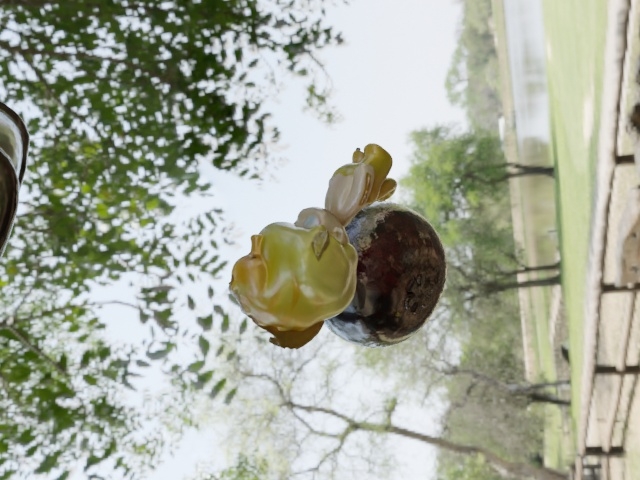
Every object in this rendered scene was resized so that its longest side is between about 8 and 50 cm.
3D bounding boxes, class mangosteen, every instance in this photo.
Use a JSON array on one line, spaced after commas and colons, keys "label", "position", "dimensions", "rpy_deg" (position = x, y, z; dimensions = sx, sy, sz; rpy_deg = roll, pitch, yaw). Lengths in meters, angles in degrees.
[{"label": "mangosteen", "position": [0.062, 0.042, 1.140], "dimensions": [0.235, 0.261, 0.235], "rpy_deg": [-20, -59, -37]}]

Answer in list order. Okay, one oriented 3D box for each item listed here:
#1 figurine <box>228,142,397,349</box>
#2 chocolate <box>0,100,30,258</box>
[{"label": "figurine", "position": [0.000, 0.000, 0.792], "dimensions": [0.246, 0.131, 0.156], "rpy_deg": [-54, 14, -16]}, {"label": "chocolate", "position": [-0.386, -0.024, 0.660], "dimensions": [0.186, 0.283, 0.284], "rpy_deg": [35, -137, -30]}]
